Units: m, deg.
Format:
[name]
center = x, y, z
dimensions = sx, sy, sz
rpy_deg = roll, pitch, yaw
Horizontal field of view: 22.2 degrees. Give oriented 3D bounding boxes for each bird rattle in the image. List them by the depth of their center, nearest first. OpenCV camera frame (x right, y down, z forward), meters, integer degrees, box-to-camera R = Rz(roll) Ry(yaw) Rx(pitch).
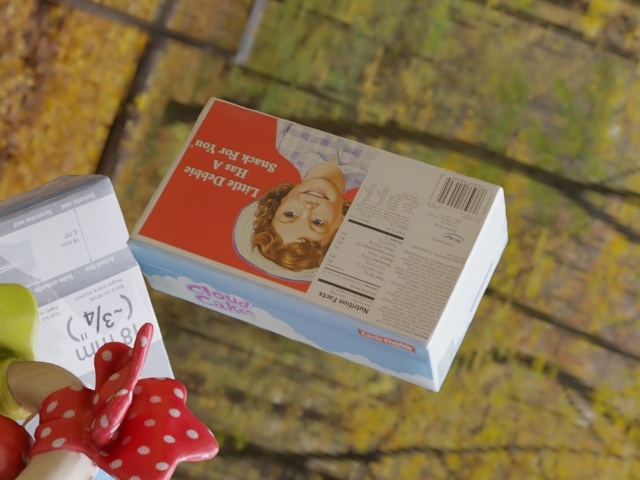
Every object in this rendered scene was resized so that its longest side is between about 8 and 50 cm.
[bird rattle]
center = -0.208, 0.145, 1.149
dimensions = 0.207, 0.253, 0.143
rpy_deg = -50, 141, -21

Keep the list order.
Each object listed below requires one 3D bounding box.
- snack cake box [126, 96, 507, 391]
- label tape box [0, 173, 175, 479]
[snack cake box]
center = 0.000, 0.000, 1.307
dimensions = 0.152, 0.264, 0.089
rpy_deg = -63, 159, -22
[label tape box]
center = -0.257, 0.135, 1.447
dimensions = 0.106, 0.240, 0.334
rpy_deg = 5, -65, 58
